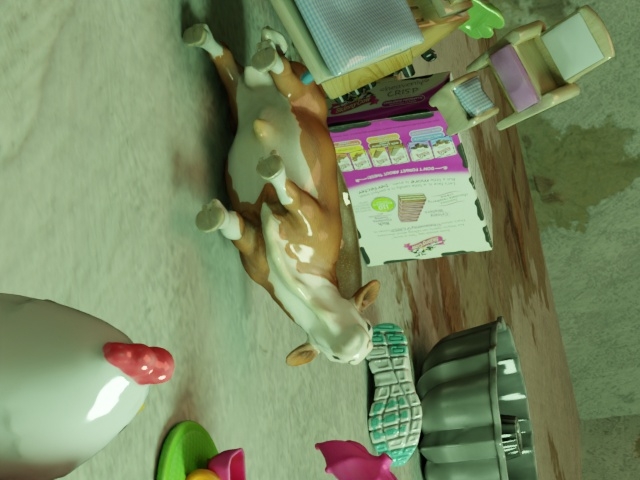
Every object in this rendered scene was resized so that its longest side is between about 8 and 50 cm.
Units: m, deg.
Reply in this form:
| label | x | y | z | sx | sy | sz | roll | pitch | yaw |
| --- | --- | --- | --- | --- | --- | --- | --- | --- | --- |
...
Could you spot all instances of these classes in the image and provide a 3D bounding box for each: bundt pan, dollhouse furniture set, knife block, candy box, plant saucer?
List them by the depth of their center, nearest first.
| label | x | y | z | sx | sy | sz | roll | pitch | yaw |
| --- | --- | --- | --- | --- | --- | --- | --- | --- | --- |
| dollhouse furniture set | 0.096 | -0.228 | 1.064 | 0.303 | 0.198 | 0.286 | -25 | 86 | -46 |
| knife block | 0.016 | -0.197 | 1.299 | 0.276 | 0.242 | 0.088 | -19 | 82 | -40 |
| plant saucer | 0.000 | 0.000 | 1.330 | 0.198 | 0.036 | 0.198 | -8 | 90 | -74 |
| candy box | 0.100 | -0.078 | 1.506 | 0.233 | 0.159 | 0.071 | 67 | 21 | -44 |
| bundt pan | 0.215 | 0.276 | 1.790 | 0.331 | 0.124 | 0.330 | -10 | 90 | -74 |

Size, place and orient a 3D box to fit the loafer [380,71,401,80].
| label | x | y | z | sx | sy | sz | roll | pitch | yaw |
| --- | --- | --- | --- | --- | --- | --- | --- | --- | --- |
| loafer | 0.088 | -0.228 | 1.770 | 0.039 | 0.045 | 0.125 | -52 | 135 | -61 |

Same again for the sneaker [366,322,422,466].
| label | x | y | z | sx | sy | sz | roll | pitch | yaw |
| --- | --- | --- | --- | --- | --- | --- | --- | --- | --- |
| sneaker | 0.090 | 0.183 | 1.512 | 0.076 | 0.065 | 0.166 | 56 | 30 | -65 |

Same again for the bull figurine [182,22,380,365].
| label | x | y | z | sx | sy | sz | roll | pitch | yaw |
| --- | --- | --- | --- | --- | --- | --- | --- | --- | --- |
| bull figurine | -0.033 | -0.042 | 1.088 | 0.188 | 0.101 | 0.310 | 52 | 22 | -57 |

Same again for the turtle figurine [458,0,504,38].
| label | x | y | z | sx | sy | sz | roll | pitch | yaw |
| --- | --- | --- | --- | --- | --- | --- | --- | --- | --- |
| turtle figurine | 0.241 | -0.346 | 1.521 | 0.266 | 0.198 | 0.274 | -78 | 150 | -42 |

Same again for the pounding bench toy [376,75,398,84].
| label | x | y | z | sx | sy | sz | roll | pitch | yaw |
| --- | --- | --- | --- | --- | --- | --- | --- | --- | --- |
| pounding bench toy | 0.099 | -0.176 | 1.699 | 0.065 | 0.083 | 0.052 | 47 | 36 | -63 |

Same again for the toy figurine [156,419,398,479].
| label | x | y | z | sx | sy | sz | roll | pitch | yaw |
| --- | --- | --- | --- | --- | --- | --- | --- | --- | --- |
| toy figurine | -0.015 | 0.206 | 0.923 | 0.130 | 0.159 | 0.173 | -17 | 98 | -75 |

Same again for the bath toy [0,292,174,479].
| label | x | y | z | sx | sy | sz | roll | pitch | yaw |
| --- | --- | --- | --- | --- | --- | --- | --- | --- | --- |
| bath toy | -0.123 | 0.188 | 0.601 | 0.151 | 0.129 | 0.348 | 49 | 35 | -63 |
